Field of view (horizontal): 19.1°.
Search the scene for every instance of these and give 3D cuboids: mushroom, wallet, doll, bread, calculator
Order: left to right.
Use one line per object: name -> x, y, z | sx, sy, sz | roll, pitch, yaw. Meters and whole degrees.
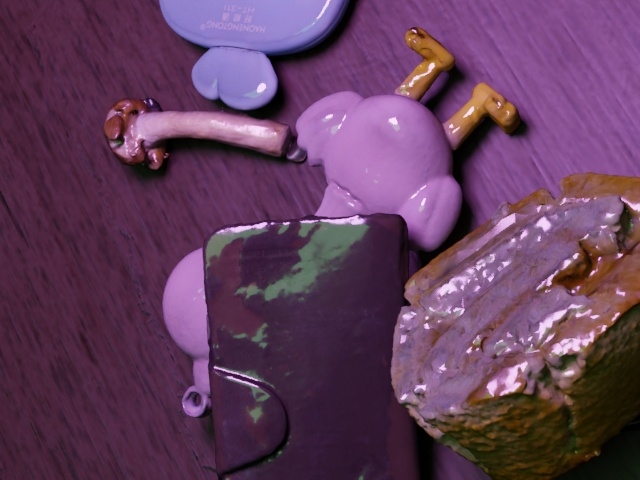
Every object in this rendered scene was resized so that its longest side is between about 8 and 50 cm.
mushroom -> -0.103, -0.085, 1.613 | 0.187, 0.060, 0.061 | 6, 53, 24
calculator -> -0.048, -0.258, 1.622 | 0.188, 0.042, 0.303 | 9, 85, 27
wallet -> -0.004, 0.134, 1.474 | 0.165, 0.042, 0.310 | -3, 97, 4
doll -> -0.001, 0.000, 1.527 | 0.160, 0.094, 0.365 | 42, 103, 16
bread -> 0.172, 0.051, 1.398 | 0.257, 0.124, 0.186 | -40, 44, 8

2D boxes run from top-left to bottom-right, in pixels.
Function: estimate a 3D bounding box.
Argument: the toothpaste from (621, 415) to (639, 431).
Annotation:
toothpaste -> 0.263, 0.111, 1.405 | 0.193, 0.045, 0.071 | -4, 73, 32
